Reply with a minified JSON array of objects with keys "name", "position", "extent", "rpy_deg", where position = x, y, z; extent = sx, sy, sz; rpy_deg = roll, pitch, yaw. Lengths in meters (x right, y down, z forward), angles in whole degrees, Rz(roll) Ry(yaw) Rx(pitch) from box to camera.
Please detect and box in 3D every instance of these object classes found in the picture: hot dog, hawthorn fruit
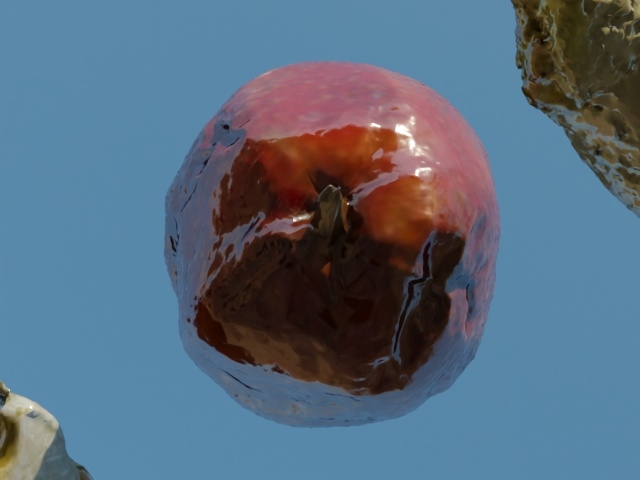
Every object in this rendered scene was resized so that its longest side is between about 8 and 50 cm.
[{"name":"hot dog","position":[0.107,-0.047,0.445],"extent":[0.169,0.078,0.061],"rpy_deg":[43,-34,-21]},{"name":"hawthorn fruit","position":[0.001,0.004,0.623],"extent":[0.173,0.179,0.174],"rpy_deg":[6,-65,13]}]

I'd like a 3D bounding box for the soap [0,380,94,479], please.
[{"name":"soap","position":[-0.221,0.132,0.670],"extent":[0.274,0.089,0.173],"rpy_deg":[7,-46,34]}]
